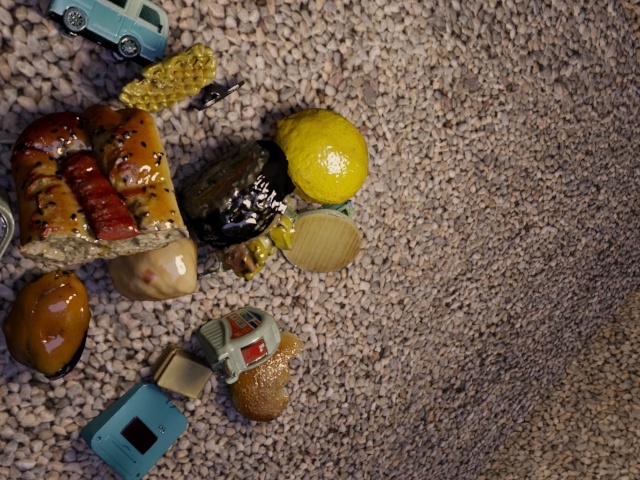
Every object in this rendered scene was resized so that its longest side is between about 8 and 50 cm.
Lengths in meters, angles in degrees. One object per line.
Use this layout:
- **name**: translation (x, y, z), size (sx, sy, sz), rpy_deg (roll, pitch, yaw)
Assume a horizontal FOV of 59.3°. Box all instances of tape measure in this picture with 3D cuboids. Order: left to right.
- **tape measure**: translation (-0.244, 0.311, 1.700), size (0.246, 0.243, 0.125), rpy_deg (-22, 112, -23)

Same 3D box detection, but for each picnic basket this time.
- **picnic basket**: translation (-0.423, 0.403, 1.727), size (0.164, 0.079, 0.115), rpy_deg (37, 85, -34)

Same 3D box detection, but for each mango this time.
- **mango**: translation (-0.705, 0.211, 1.461), size (0.201, 0.152, 0.287), rpy_deg (17, 98, -36)

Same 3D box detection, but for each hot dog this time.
- **hot dog**: translation (-0.533, -0.152, 1.342), size (0.367, 0.196, 0.365), rpy_deg (-11, 72, -15)

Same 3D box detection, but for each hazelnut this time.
- **hazelnut**: translation (-0.423, 0.060, 1.515), size (0.261, 0.261, 0.241), rpy_deg (-38, 112, -14)

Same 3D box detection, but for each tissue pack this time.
- **tissue pack**: translation (0.050, -0.083, 1.838), size (0.111, 0.085, 0.079), rpy_deg (-35, 121, -17)

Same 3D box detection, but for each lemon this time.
- **lemon**: translation (-0.002, -0.246, 1.653), size (0.321, 0.268, 0.268), rpy_deg (24, 93, -28)

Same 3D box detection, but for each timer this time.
- **timer**: translation (-0.562, 0.577, 1.725), size (0.250, 0.091, 0.232), rpy_deg (-44, 122, -24)

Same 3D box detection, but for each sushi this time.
- **sushi**: translation (-0.193, -0.084, 1.541), size (0.328, 0.328, 0.285), rpy_deg (-41, 121, -5)

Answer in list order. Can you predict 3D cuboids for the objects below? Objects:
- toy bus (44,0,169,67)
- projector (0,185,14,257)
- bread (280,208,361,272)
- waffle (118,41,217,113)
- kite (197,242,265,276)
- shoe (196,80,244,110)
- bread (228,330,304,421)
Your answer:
- **toy bus**: translation (-0.496, -0.535, 1.353), size (0.271, 0.133, 0.165), rpy_deg (22, 89, -31)
- **projector**: translation (-0.846, -0.031, 1.247), size (0.248, 0.249, 0.248), rpy_deg (29, 90, -34)
- **bread**: translation (0.000, 0.000, 1.794), size (0.266, 0.040, 0.267), rpy_deg (-1, 130, -2)
- **waffle**: translation (-0.379, -0.396, 1.410), size (0.261, 0.250, 0.056), rpy_deg (-31, 90, -14)
- **kite**: translation (-0.303, 0.052, 1.722), size (0.310, 0.015, 0.169), rpy_deg (-22, 116, -23)
- **shoe**: translation (-0.284, -0.415, 1.558), size (0.159, 0.062, 0.053), rpy_deg (-34, 106, -16)
- **bread**: translation (-0.189, 0.436, 1.819), size (0.192, 0.171, 0.314), rpy_deg (27, 91, -37)
